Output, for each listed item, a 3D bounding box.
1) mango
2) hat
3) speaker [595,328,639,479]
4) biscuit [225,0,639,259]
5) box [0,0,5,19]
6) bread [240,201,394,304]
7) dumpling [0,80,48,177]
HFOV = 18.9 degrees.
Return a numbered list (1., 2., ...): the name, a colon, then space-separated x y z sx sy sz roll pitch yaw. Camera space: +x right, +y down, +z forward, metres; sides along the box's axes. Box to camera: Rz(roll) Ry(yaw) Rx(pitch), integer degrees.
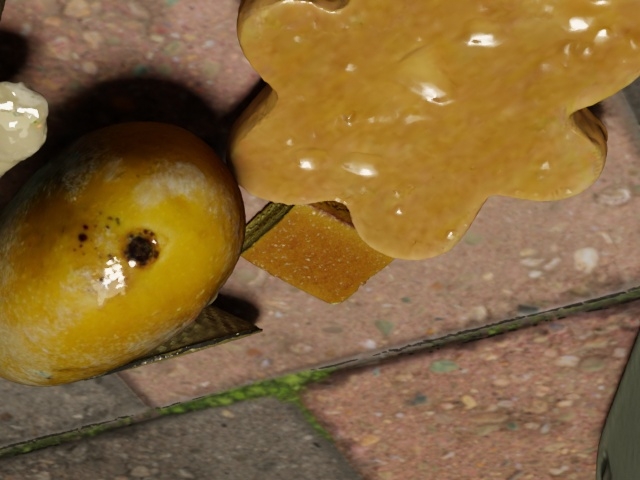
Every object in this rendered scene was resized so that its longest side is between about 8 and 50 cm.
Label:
1. mango: -0.167 0.014 1.350 0.146 0.193 0.316 49 149 -13
2. hat: -0.124 0.060 1.501 0.146 0.067 0.146 -16 177 -1
3. speaker: 0.342 0.126 1.440 0.184 0.183 0.406 3 139 -6
4. biscuit: 0.085 -0.124 1.263 0.275 0.052 0.355 21 133 -15
5. box: -0.301 -0.215 1.130 0.184 0.143 0.273 -3 140 9
6. bread: 0.000 0.000 1.432 0.094 0.035 0.090 28 134 -24
7. dumpling: -0.308 -0.051 1.366 0.166 0.086 0.332 33 135 -10
